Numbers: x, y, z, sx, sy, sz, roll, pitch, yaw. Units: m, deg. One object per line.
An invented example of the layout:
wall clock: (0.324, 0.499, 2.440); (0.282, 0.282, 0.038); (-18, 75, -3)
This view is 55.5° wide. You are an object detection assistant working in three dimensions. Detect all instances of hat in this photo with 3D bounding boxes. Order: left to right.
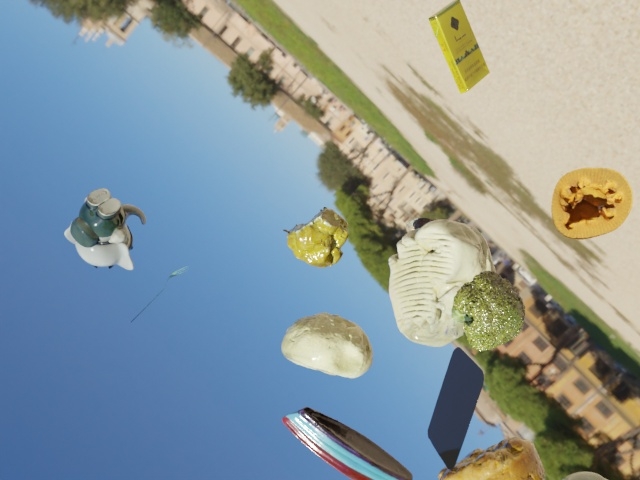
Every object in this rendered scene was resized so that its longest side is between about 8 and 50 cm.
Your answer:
hat: (0.805, -0.109, 1.924); (0.233, 0.244, 0.233); (25, 180, 1)

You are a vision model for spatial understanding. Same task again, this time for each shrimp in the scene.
shrimp: (0.356, -0.038, 1.904); (0.101, 0.190, 0.042); (53, -137, -40)

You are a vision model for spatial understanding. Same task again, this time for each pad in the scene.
pad: (0.333, 0.414, 1.517); (0.004, 0.267, 0.181); (12, -168, -15)

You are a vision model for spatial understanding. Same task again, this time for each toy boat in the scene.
toy boat: (0.077, 0.562, 1.640); (0.392, 0.079, 0.136); (35, -149, -8)

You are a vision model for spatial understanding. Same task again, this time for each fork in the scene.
fork: (-0.473, 0.149, 1.777); (0.021, 0.235, 0.039); (38, 150, 9)

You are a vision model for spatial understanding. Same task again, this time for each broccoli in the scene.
broccoli: (0.267, 0.114, 0.980); (0.120, 0.131, 0.130); (-10, 113, 50)

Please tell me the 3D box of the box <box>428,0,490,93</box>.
box: (0.476, -0.661, 2.073); (0.041, 0.153, 0.279); (-2, 123, 54)

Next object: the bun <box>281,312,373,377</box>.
bun: (0.031, 0.400, 2.373); (0.352, 0.227, 0.349); (5, 164, 37)

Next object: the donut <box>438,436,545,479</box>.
donut: (0.507, 0.699, 1.815); (0.150, 0.299, 0.317); (61, 168, 17)

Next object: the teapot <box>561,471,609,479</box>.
teapot: (0.802, 0.724, 1.699); (0.220, 0.318, 0.149); (-87, -27, -71)

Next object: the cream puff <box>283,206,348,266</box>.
cream puff: (0.001, 0.001, 1.443); (0.156, 0.156, 0.121); (39, -155, -22)

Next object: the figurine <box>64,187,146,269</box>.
figurine: (-0.389, -0.015, 1.098); (0.147, 0.192, 0.126); (33, -132, 5)

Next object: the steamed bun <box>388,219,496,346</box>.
steamed bun: (0.373, 0.120, 1.759); (0.247, 0.339, 0.352); (4, -109, -31)
